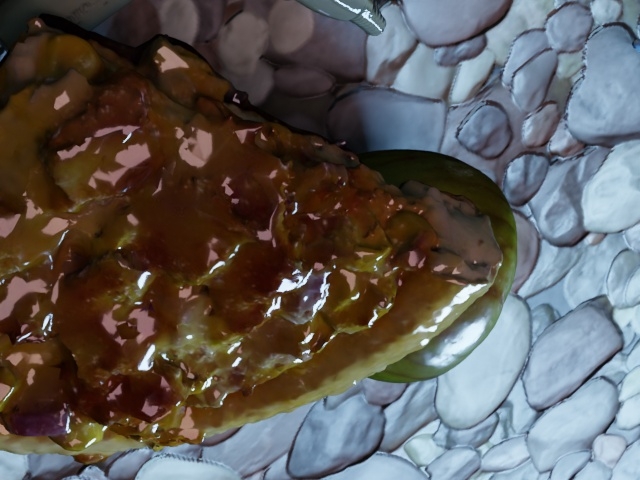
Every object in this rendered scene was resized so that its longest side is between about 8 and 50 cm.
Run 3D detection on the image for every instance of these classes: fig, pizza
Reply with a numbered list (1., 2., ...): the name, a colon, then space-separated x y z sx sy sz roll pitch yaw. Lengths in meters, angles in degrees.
1. fig: 0.000 0.000 0.991 0.259 0.151 0.151 18 107 -34
2. pizza: -0.104 0.012 0.886 0.408 0.114 0.278 -5 128 -5

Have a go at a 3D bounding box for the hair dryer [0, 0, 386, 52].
1. hair dryer: -0.075 -0.148 0.911 0.219 0.088 0.225 -28 144 -6

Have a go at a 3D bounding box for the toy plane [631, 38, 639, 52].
1. toy plane: 0.295 -0.102 1.157 0.246 0.078 0.169 20 106 -32
